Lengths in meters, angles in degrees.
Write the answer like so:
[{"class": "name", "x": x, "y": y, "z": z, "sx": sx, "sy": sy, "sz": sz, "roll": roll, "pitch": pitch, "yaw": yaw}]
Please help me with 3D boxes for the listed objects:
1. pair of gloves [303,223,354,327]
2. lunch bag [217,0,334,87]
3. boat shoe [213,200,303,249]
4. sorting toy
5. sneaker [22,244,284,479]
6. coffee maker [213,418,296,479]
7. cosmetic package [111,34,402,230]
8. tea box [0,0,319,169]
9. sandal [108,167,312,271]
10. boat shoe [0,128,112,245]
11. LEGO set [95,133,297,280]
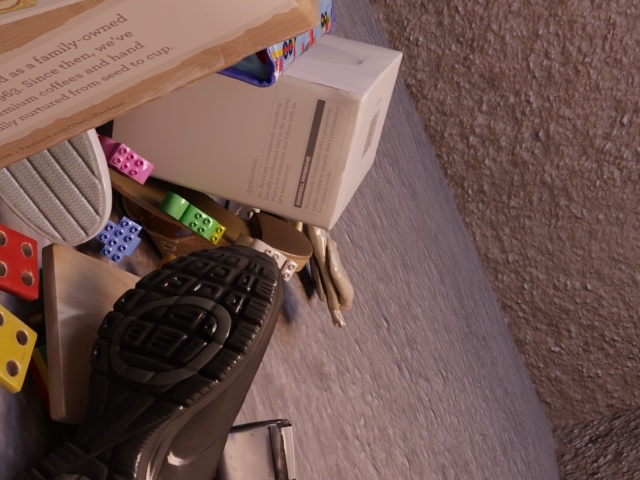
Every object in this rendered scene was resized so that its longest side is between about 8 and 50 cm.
[{"class": "pair of gloves", "x": 0.000, "y": 0.000, "z": 1.064, "sx": 0.240, "sy": 0.042, "sz": 0.204, "roll": -125, "pitch": -161, "yaw": -78}, {"class": "lunch bag", "x": -0.150, "y": -0.234, "z": 0.666, "sx": 0.221, "sy": 0.293, "sz": 0.138, "roll": -62, "pitch": 158, "yaw": -61}, {"class": "boat shoe", "x": -0.063, "y": -0.013, "z": 0.969, "sx": 0.098, "sy": 0.096, "sz": 0.277, "roll": 63, "pitch": 19, "yaw": -18}, {"class": "sorting toy", "x": -0.181, "y": 0.083, "z": 0.610, "sx": 0.274, "sy": 0.046, "sz": 0.132, "roll": 36, "pitch": 38, "yaw": -60}, {"class": "sneaker", "x": -0.112, "y": 0.133, "z": 0.556, "sx": 0.286, "sy": 0.109, "sz": 0.130, "roll": -58, "pitch": 153, "yaw": -17}, {"class": "coffee maker", "x": -0.073, "y": 0.243, "z": 0.634, "sx": 0.171, "sy": 0.120, "sz": 0.178, "roll": 18, "pitch": 54, "yaw": -67}, {"class": "cosmetic package", "x": -0.056, "y": -0.136, "z": 0.792, "sx": 0.224, "sy": 0.225, "sz": 0.138, "roll": -57, "pitch": 163, "yaw": -64}, {"class": "tea box", "x": -0.216, "y": -0.215, "z": 0.374, "sx": 0.220, "sy": 0.329, "sz": 0.323, "roll": 33, "pitch": 42, "yaw": -62}, {"class": "sandal", "x": -0.130, "y": -0.006, "z": 0.795, "sx": 0.240, "sy": 0.079, "sz": 0.088, "roll": 24, "pitch": 29, "yaw": -20}, {"class": "boat shoe", "x": -0.219, "y": -0.104, "z": 0.573, "sx": 0.226, "sy": 0.083, "sz": 0.076, "roll": 64, "pitch": -1, "yaw": -12}, {"class": "LEGO set", "x": -0.120, "y": 0.003, "z": 0.688, "sx": 0.227, "sy": 0.087, "sz": 0.093, "roll": 34, "pitch": -7, "yaw": -26}]
